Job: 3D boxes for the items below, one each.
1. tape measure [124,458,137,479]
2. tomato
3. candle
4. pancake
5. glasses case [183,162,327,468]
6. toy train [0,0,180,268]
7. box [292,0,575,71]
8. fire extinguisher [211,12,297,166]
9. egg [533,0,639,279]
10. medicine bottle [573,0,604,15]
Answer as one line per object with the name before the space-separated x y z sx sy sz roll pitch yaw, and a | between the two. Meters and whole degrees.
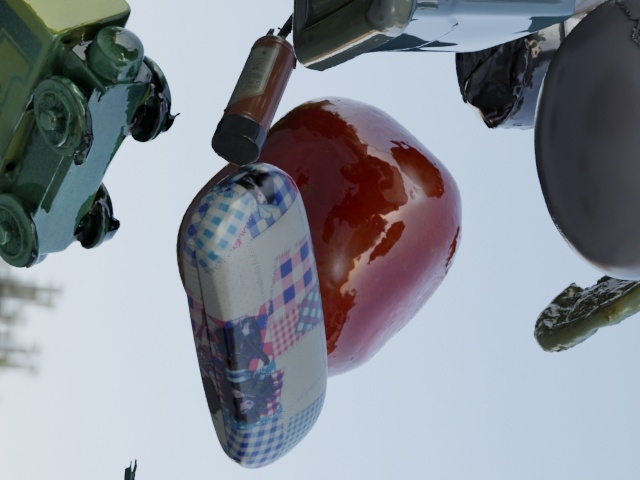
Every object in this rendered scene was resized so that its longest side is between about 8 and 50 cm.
tape measure | -0.216 0.319 1.635 0.164 0.084 0.330 99 17 -47
tomato | 0.000 0.000 2.004 0.293 0.325 0.290 49 -8 26
candle | 0.324 -0.225 2.011 0.187 0.330 0.187 177 -90 -70
pancake | 0.402 0.076 2.452 0.037 0.253 0.253 54 -22 -8
glasses case | -0.056 0.075 1.600 0.076 0.125 0.327 28 -40 35
toy train | -0.303 -0.130 1.872 0.237 0.150 0.369 50 -44 15
box | 0.053 -0.178 0.942 0.227 0.130 0.162 177 -84 -78
fire extinguisher | -0.055 -0.151 1.666 0.062 0.050 0.177 -45 -160 49
egg | 0.214 -0.070 1.144 0.146 0.146 0.199 152 -52 -64
medicine bottle | 0.150 -0.306 1.604 0.238 0.232 0.238 16 -65 38
